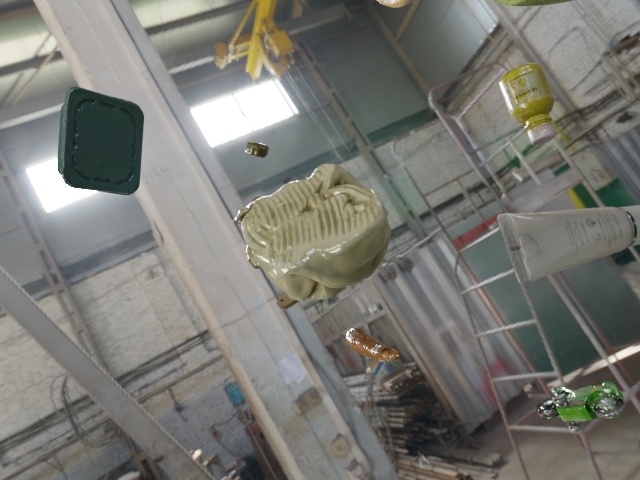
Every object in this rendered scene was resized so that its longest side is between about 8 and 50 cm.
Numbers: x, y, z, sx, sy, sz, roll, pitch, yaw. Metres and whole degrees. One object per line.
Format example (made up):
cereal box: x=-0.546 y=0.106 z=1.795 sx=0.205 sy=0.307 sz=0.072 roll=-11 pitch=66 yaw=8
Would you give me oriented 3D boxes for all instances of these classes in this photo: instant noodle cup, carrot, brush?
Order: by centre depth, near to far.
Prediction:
instant noodle cup: x=-0.412 y=-0.179 z=0.910 sx=0.070 sy=0.179 sz=0.157 roll=6 pitch=1 yaw=32
carrot: x=0.124 y=0.261 z=1.206 sx=0.059 sy=0.059 sz=0.248 roll=-28 pitch=11 yaw=-17
brush: x=0.017 y=0.135 z=1.543 sx=0.327 sy=0.070 sz=0.065 roll=-27 pitch=-39 yaw=1

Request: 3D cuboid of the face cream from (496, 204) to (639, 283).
face cream: x=0.509 y=-0.010 z=0.974 sx=0.314 sy=0.143 sz=0.089 roll=-9 pitch=-14 yaw=-14

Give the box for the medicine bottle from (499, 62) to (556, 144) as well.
medicine bottle: x=0.599 y=-0.380 z=1.399 sx=0.122 sy=0.212 sz=0.122 roll=-13 pitch=-13 yaw=-3

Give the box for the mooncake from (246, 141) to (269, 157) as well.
mooncake: x=-0.044 y=-0.182 z=1.331 sx=0.057 sy=0.347 sz=0.150 roll=-53 pitch=18 yaw=18

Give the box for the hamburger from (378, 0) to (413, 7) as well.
hamburger: x=0.160 y=-0.624 z=0.989 sx=0.176 sy=0.300 sz=0.300 roll=-41 pitch=-9 yaw=-5

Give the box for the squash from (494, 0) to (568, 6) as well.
squash: x=0.277 y=-0.372 z=0.612 sx=0.123 sy=0.170 sz=0.170 roll=-29 pitch=-10 yaw=-19

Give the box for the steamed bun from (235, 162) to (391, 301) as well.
steamed bun: x=0.000 y=0.000 z=1.203 sx=0.346 sy=0.394 sz=0.237 roll=-63 pitch=-37 yaw=-30

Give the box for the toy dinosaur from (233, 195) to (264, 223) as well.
toy dinosaur: x=-0.168 y=-0.104 z=1.498 sx=0.212 sy=0.142 sz=0.057 roll=6 pitch=-49 yaw=-29

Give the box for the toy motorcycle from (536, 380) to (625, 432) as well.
toy motorcycle: x=0.521 y=0.318 z=0.974 sx=0.106 sy=0.074 sz=0.190 roll=-24 pitch=-6 yaw=-29
